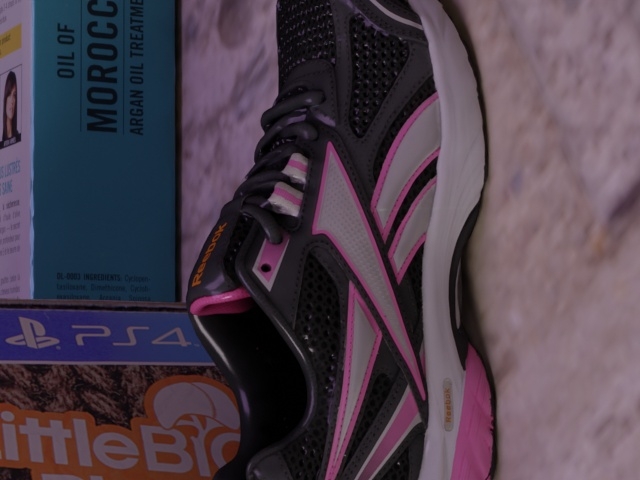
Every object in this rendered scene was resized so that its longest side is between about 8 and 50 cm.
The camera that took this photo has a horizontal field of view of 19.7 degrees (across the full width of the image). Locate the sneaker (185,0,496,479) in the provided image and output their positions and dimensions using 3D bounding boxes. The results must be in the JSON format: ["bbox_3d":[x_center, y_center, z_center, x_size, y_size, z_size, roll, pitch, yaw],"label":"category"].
[{"bbox_3d":[0.000,0.000,0.515,0.072,0.077,0.178,-34,58,55],"label":"sneaker"}]

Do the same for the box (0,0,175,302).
[{"bbox_3d":[-0.103,-0.054,0.727,0.100,0.060,0.244,-9,80,61],"label":"box"}]

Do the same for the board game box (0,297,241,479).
[{"bbox_3d":[-0.060,0.199,0.541,0.232,0.141,0.291,-64,36,37],"label":"board game box"}]
